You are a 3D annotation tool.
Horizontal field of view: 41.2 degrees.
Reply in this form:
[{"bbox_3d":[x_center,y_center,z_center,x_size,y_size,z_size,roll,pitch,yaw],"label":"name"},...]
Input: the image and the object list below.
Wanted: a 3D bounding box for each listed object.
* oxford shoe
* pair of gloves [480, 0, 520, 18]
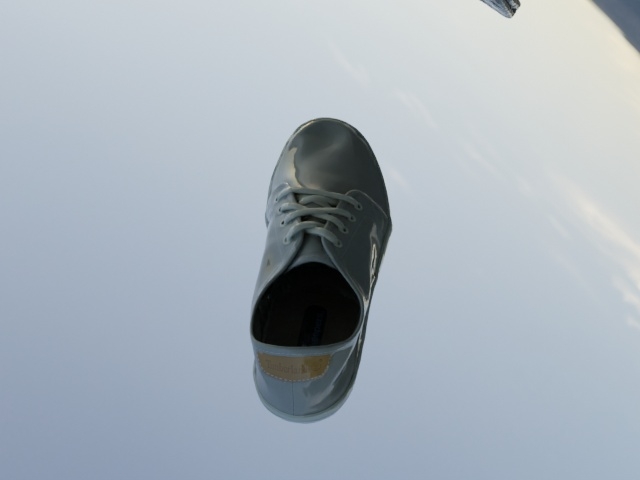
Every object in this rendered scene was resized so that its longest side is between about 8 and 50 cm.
[{"bbox_3d":[0.000,0.000,1.047,0.169,0.130,0.449,2,-128,8],"label":"oxford shoe"},{"bbox_3d":[0.070,-0.276,0.700,0.204,0.042,0.240,42,-166,23],"label":"pair of gloves"}]
